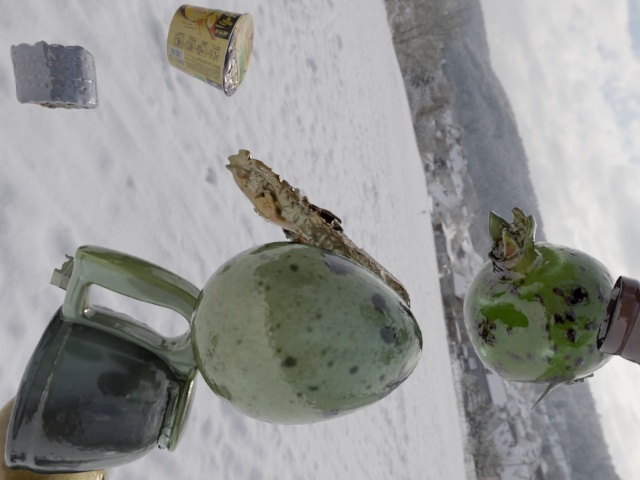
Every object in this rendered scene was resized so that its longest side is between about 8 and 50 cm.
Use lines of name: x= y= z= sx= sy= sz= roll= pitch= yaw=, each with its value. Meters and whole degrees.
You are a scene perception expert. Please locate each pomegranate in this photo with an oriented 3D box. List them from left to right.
pomegranate: x=0.290 y=0.078 z=0.652 sx=0.263 sy=0.211 sz=0.211 roll=55 pitch=25 yaw=-18

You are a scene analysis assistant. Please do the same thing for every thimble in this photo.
thimble: x=-0.527 y=-0.327 z=0.950 sx=0.127 sy=0.151 sz=0.118 roll=-89 pitch=180 yaw=-79

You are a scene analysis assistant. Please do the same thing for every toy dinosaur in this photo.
toy dinosaur: x=0.418 y=0.223 z=0.786 sx=0.058 sy=0.180 sz=0.037 roll=100 pitch=-32 yaw=-52

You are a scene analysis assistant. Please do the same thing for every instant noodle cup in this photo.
instant noodle cup: x=-0.201 y=-0.356 z=0.867 sx=0.151 sy=0.122 sz=0.152 roll=-160 pitch=-90 yaw=-89

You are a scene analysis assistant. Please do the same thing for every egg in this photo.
egg: x=-0.014 y=0.091 z=0.469 sx=0.177 sy=0.228 sz=0.177 roll=5 pitch=90 yaw=-81

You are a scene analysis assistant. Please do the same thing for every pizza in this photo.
pizza: x=0.000 y=0.000 z=0.603 sx=0.297 sy=0.071 sz=0.189 roll=45 pitch=2 yaw=-29

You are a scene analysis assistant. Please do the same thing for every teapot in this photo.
teapot: x=-0.298 y=0.188 z=0.724 sx=0.239 sy=0.239 sz=0.322 roll=162 pitch=-59 yaw=-72

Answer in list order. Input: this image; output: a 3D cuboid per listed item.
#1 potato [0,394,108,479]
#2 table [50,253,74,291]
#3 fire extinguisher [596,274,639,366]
potato: x=-0.561 y=0.469 z=0.872 sx=0.397 sy=0.289 sz=0.296 roll=-69 pitch=176 yaw=-50
table: x=-0.638 y=0.091 z=1.226 sx=0.083 sy=0.079 sz=0.062 roll=30 pitch=44 yaw=-16
fire extinguisher: x=0.380 y=0.088 z=0.392 sx=0.106 sy=0.252 sz=0.075 roll=-51 pitch=146 yaw=-40
